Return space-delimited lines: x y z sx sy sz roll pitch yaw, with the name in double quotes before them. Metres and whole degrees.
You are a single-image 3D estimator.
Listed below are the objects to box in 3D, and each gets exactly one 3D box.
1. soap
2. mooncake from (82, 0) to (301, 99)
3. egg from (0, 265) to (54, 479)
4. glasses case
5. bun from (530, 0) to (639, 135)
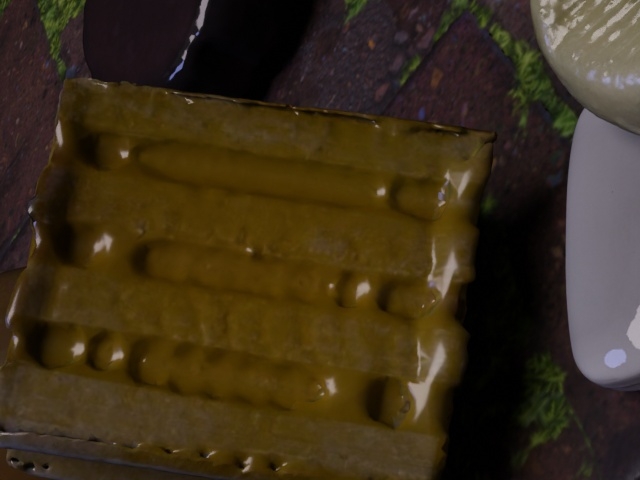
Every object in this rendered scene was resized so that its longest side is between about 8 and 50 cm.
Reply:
"soap" -0.052 0.046 1.084 0.156 0.335 0.293 99 178 -70
"mooncake" -0.133 -0.260 1.572 0.283 0.141 0.283 -20 63 47
"egg" -0.241 0.175 1.296 0.374 0.301 0.301 -28 48 48
"glasses case" 0.214 -0.010 1.001 0.092 0.059 0.233 -24 50 42
"bun" 0.258 -0.171 0.966 0.229 0.145 0.229 -13 70 40
